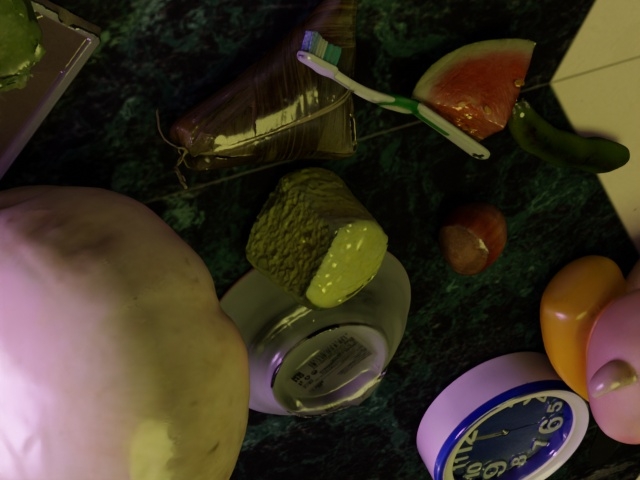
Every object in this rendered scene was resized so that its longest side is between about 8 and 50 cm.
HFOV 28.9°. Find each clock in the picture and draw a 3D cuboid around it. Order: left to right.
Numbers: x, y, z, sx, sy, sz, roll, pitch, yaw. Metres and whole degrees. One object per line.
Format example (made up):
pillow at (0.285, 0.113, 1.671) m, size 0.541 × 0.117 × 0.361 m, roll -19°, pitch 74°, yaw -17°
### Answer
clock at (0.245, 0.253, 1.665) m, size 0.230 × 0.083 × 0.230 m, roll -15°, pitch 136°, yaw -15°

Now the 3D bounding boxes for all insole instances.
insole at (0.426, 0.287, 1.852) m, size 0.053 × 0.002 × 0.152 m, roll -20°, pitch 136°, yaw -12°

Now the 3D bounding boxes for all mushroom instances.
mushroom at (-0.220, 0.138, 1.115) m, size 0.353 × 0.325 × 0.353 m, roll -11°, pitch 145°, yaw -8°

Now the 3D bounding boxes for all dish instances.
dish at (-0.001, 0.123, 1.404) m, size 0.260 × 0.085 × 0.260 m, roll -16°, pitch 135°, yaw -16°

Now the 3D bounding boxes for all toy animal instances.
toy animal at (0.465, 0.137, 1.528) m, size 0.345 × 0.247 × 0.277 m, roll -22°, pitch 113°, yaw -11°

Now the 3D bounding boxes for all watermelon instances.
watermelon at (0.166, -0.149, 1.241) m, size 0.135 × 0.094 × 0.125 m, roll -41°, pitch 136°, yaw 13°

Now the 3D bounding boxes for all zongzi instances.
zongzi at (-0.051, -0.152, 1.129) m, size 0.187 × 0.084 × 0.184 m, roll -11°, pitch 123°, yaw -28°

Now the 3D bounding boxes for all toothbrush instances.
toothbrush at (0.077, -0.127, 1.178) m, size 0.030 × 0.030 × 0.304 m, roll -47°, pitch 141°, yaw 16°

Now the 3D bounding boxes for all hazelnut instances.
hazelnut at (0.171, -0.006, 1.394) m, size 0.086 × 0.086 × 0.086 m, roll -16°, pitch 135°, yaw -16°

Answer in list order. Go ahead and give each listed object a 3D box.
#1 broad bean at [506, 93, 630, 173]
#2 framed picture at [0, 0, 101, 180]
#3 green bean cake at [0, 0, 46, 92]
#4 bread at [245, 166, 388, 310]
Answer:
broad bean at (0.265, -0.113, 1.368) m, size 0.227 × 0.039 × 0.069 m, roll 24°, pitch 115°, yaw -44°
framed picture at (-0.350, -0.148, 1.009) m, size 0.289 × 0.020 × 0.211 m, roll 24°, pitch 115°, yaw -41°
green bean cake at (-0.330, -0.171, 0.904) m, size 0.214 × 0.113 × 0.200 m, roll -30°, pitch 137°, yaw -1°
bread at (0.000, 0.000, 1.271) m, size 0.111 × 0.114 × 0.129 m, roll 5°, pitch 119°, yaw -39°
